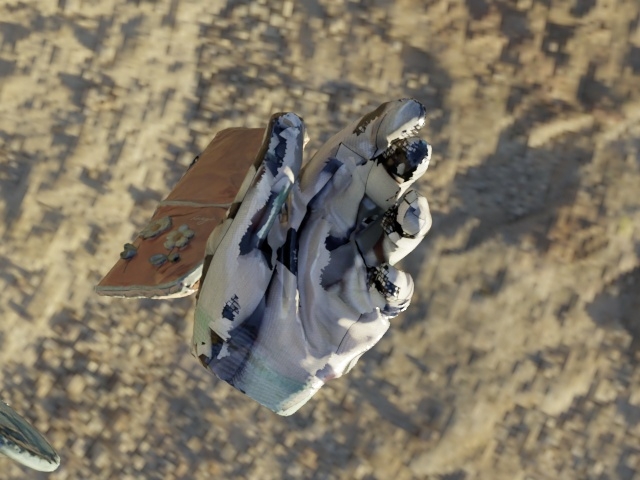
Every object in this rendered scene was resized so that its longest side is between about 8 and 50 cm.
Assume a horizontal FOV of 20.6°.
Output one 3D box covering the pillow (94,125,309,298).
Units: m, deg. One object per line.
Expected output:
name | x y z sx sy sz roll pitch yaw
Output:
pillow | -0.105 -0.027 1.610 0.232 0.126 0.043 -56 130 -35

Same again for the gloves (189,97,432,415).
gloves | 0.004 0.001 1.101 0.212 0.127 0.111 -54 167 9

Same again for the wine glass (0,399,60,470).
wine glass | -0.335 0.161 0.969 0.309 0.264 0.096 -51 162 -1
